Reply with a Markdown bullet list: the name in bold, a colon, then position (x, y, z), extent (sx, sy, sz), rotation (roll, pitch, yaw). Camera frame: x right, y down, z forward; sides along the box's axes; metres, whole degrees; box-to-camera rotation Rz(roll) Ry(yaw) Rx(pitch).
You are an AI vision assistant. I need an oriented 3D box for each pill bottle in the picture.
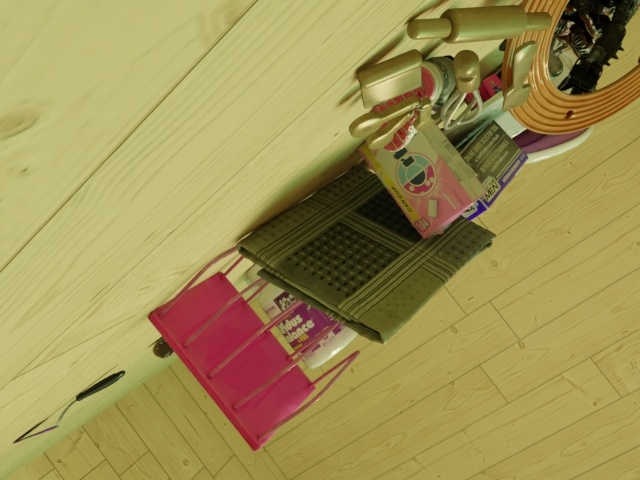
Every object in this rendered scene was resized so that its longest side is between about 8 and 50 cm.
- **pill bottle**: position (-0.054, 0.166, 1.704), extent (0.169, 0.301, 0.169), rotation (-38, 177, -2)

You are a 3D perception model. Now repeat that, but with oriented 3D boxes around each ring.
- **ring**: position (0.347, -0.268, 0.762), extent (0.336, 0.032, 0.336), rotation (-20, 141, -17)

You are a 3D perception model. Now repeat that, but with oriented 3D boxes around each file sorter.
- **file sorter**: position (-0.101, 0.160, 1.142), extent (0.182, 0.291, 0.202), rotation (-42, 175, 33)

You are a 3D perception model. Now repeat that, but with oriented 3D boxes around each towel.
- **towel**: position (0.073, 0.012, 1.071), extent (0.324, 0.312, 0.056), rotation (-34, 141, -36)

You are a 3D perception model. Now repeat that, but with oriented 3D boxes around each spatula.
- **spatula**: position (-0.583, 0.392, 1.542), extent (0.296, 0.030, 0.084), rotation (-37, 175, -4)

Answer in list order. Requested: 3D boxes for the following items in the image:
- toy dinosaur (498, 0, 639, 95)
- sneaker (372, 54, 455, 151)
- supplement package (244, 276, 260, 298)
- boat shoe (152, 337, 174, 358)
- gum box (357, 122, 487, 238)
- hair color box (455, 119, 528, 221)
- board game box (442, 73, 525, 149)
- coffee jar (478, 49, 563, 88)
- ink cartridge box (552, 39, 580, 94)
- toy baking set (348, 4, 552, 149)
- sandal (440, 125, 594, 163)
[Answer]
- **toy dinosaur**: position (0.370, -0.331, 0.911), extent (0.218, 0.164, 0.322), rotation (-51, 156, -6)
- **sneaker**: position (0.118, -0.165, 0.792), extent (0.075, 0.063, 0.170), rotation (-30, 170, -24)
- **supplement package**: position (-0.076, 0.099, 1.910), extent (0.203, 0.149, 0.194), rotation (-38, 178, 10)
- **boat shoe**: position (-0.362, 0.247, 1.752), extent (0.190, 0.068, 0.072), rotation (-25, -175, -26)
- **gum box**: position (0.159, -0.105, 1.020), extent (0.107, 0.188, 0.062), rotation (-40, 174, 40)
- **hair color box**: position (0.222, -0.069, 1.280), extent (0.185, 0.110, 0.339), rotation (-45, 180, -37)
- **board game box**: position (0.250, -0.185, 1.357), extent (0.390, 0.050, 0.390), rotation (-33, 169, 26)
- **coffee jar**: position (0.431, -0.349, 1.441), extent (0.079, 0.096, 0.184), rotation (-32, 176, -36)
- **ink cartridge box**: position (0.539, -0.389, 1.556), extent (0.093, 0.154, 0.212), rotation (-37, 178, 7)
- **toy baking set**: position (0.135, -0.165, 0.667), extent (0.256, 0.030, 0.197), rotation (-15, 162, -23)
- **sandal**: position (0.420, -0.254, 1.554), extent (0.416, 0.102, 0.169), rotation (-6, -140, 26)
